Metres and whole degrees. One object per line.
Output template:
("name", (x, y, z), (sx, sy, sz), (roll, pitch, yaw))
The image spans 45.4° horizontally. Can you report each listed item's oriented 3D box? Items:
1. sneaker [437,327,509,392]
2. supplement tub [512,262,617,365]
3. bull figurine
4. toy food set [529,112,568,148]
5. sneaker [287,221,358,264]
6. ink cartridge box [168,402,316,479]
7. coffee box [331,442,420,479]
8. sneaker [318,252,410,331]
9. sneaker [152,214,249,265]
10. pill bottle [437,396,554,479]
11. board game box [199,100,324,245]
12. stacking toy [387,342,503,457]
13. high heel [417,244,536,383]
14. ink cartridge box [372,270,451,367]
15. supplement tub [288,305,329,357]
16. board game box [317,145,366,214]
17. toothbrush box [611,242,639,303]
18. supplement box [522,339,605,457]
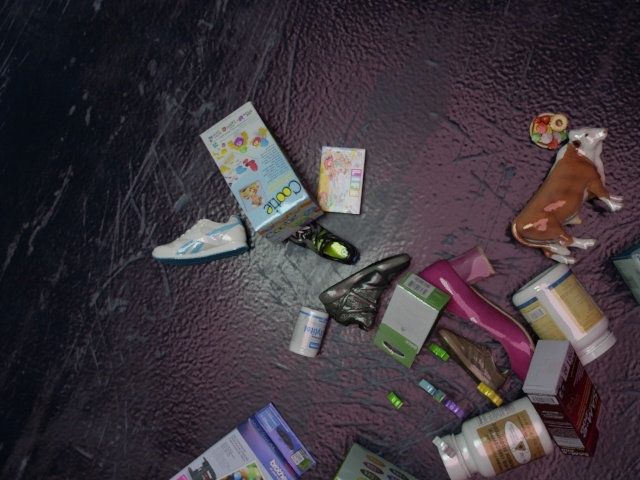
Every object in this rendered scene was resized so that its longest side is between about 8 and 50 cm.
("sneaker", (0.344, 0.258, 1.727), (0.071, 0.066, 0.188), (-41, 87, -13))
("supplement tub", (0.529, 0.164, 1.657), (0.144, 0.144, 0.200), (-36, 83, 4))
("bull figurine", (0.560, -0.098, 1.691), (0.188, 0.101, 0.310), (38, 92, 7))
("toy food set", (0.521, -0.251, 1.746), (0.083, 0.020, 0.083), (9, 88, 8))
("sneaker", (0.000, 0.000, 1.774), (0.188, 0.078, 0.067), (25, 91, 11))
("ink cartridge box", (-0.186, 0.544, 1.778), (0.311, 0.065, 0.186), (-38, 83, 2))
("coffee box", (0.113, 0.678, 1.586), (0.334, 0.337, 0.338), (29, 91, 9))
("sneaker", (0.122, 0.123, 1.749), (0.227, 0.087, 0.130), (-31, 91, 2))
("sneaker", (-0.288, 0.003, 1.817), (0.228, 0.087, 0.092), (-11, 78, 0))
("pill bottle", (0.377, 0.442, 1.668), (0.229, 0.131, 0.131), (-24, 84, 6))
("board game box", (-0.132, -0.150, 1.744), (0.144, 0.142, 0.275), (-33, 70, 5))
("stacking toy", (0.267, 0.348, 1.681), (0.167, 0.052, 0.221), (-47, 43, -5))
("high heel", (0.360, 0.209, 1.698), (0.181, 0.127, 0.377), (-29, 75, 9))
("ink cartridge box", (0.201, 0.179, 1.713), (0.109, 0.062, 0.209), (33, 135, 17))
("supplement tub", (-0.026, 0.210, 1.769), (0.071, 0.071, 0.107), (16, 89, 9))
("board game box", (0.049, -0.141, 1.802), (0.103, 0.026, 0.154), (5, 87, 8))
("toothbrush box", (0.792, 0.014, 1.594), (0.295, 0.216, 0.126), (-29, 83, 6))
("supplement box", (0.512, 0.331, 1.595), (0.073, 0.239, 0.130), (-5, 44, 40))
